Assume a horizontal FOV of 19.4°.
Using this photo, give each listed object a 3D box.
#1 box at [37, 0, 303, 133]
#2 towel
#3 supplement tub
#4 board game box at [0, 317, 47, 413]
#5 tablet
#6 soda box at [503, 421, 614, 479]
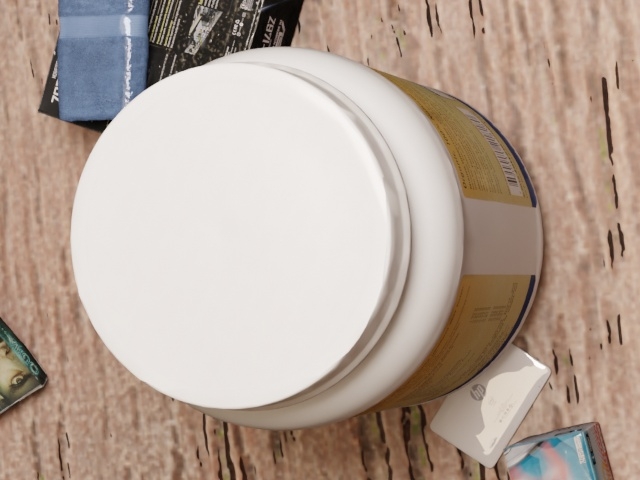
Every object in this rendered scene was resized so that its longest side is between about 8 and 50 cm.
[{"bbox_3d":[-0.101,-0.153,1.335,0.147,0.077,0.180,17,96,18],"label":"box"},{"bbox_3d":[-0.149,-0.141,1.295,0.067,0.029,0.119,2,90,20],"label":"towel"},{"bbox_3d":[0.000,0.000,1.174,0.228,0.316,0.228,-1,88,20],"label":"supplement tub"},{"bbox_3d":[-0.315,0.106,1.412,0.186,0.026,0.126,-33,107,17],"label":"board game box"},{"bbox_3d":[0.118,0.110,1.303,0.054,0.006,0.083,33,100,16],"label":"tablet"},{"bbox_3d":[0.177,0.218,1.253,0.058,0.063,0.183,-16,86,18],"label":"soda box"}]
